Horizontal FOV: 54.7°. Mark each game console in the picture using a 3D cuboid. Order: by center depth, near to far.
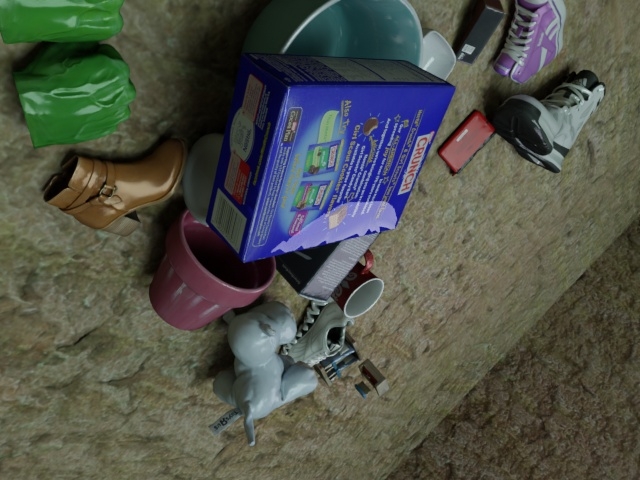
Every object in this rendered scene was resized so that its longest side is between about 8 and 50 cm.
[{"bbox_3d":[0.360,-0.240,1.549,0.124,0.085,0.144,41,93,-25],"label":"game console"}]

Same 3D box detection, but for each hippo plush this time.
[{"bbox_3d":[-0.162,0.261,1.403,0.294,0.234,0.237,-26,113,-50],"label":"hippo plush"}]

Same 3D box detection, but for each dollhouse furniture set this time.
[{"bbox_3d":[0.079,0.367,1.736,0.129,0.183,0.129,-37,145,-12],"label":"dollhouse furniture set"}]

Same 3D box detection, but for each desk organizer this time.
[{"bbox_3d":[0.321,-0.431,1.271,0.047,0.050,0.130,13,140,-15],"label":"desk organizer"}]

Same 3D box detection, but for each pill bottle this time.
[{"bbox_3d":[-0.095,-0.098,1.088,0.264,0.153,0.153,0,126,-47],"label":"pill bottle"}]

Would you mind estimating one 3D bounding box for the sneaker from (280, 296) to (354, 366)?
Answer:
[{"bbox_3d":[-0.012,0.268,1.599,0.110,0.118,0.292,-3,130,-47],"label":"sneaker"}]

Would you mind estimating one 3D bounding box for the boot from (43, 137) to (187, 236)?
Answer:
[{"bbox_3d":[-0.305,-0.099,0.939,0.197,0.073,0.152,-52,142,5],"label":"boot"}]

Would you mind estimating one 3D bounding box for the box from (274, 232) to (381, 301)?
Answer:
[{"bbox_3d":[0.000,0.000,1.295,0.207,0.153,0.108,-51,147,11],"label":"box"}]

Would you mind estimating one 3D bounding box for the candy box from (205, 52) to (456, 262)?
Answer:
[{"bbox_3d":[0.015,-0.127,0.913,0.317,0.122,0.268,-10,132,-39],"label":"candy box"}]

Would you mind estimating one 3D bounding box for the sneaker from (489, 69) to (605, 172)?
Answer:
[{"bbox_3d":[0.586,-0.349,1.581,0.258,0.169,0.447,-61,152,8],"label":"sneaker"}]

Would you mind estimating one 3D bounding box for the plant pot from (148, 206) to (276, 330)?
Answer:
[{"bbox_3d":[-0.209,0.061,1.116,0.201,0.201,0.180,4,139,-49],"label":"plant pot"}]

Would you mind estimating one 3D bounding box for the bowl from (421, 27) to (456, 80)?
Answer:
[{"bbox_3d":[0.191,-0.343,1.224,0.142,0.053,0.142,-51,146,10],"label":"bowl"}]

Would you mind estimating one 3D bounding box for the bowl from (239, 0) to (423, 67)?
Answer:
[{"bbox_3d":[-0.006,-0.274,0.988,0.311,0.163,0.312,-29,143,-24],"label":"bowl"}]

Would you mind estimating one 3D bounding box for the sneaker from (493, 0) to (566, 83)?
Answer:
[{"bbox_3d":[0.445,-0.443,1.351,0.161,0.102,0.282,-43,146,3],"label":"sneaker"}]

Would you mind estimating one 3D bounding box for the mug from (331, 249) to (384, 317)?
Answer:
[{"bbox_3d":[0.059,0.065,1.410,0.150,0.169,0.113,-52,145,10],"label":"mug"}]

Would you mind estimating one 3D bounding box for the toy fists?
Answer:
[{"bbox_3d":[-0.311,-0.241,0.763,0.142,0.096,0.279,-15,139,-22],"label":"toy fists"}]
